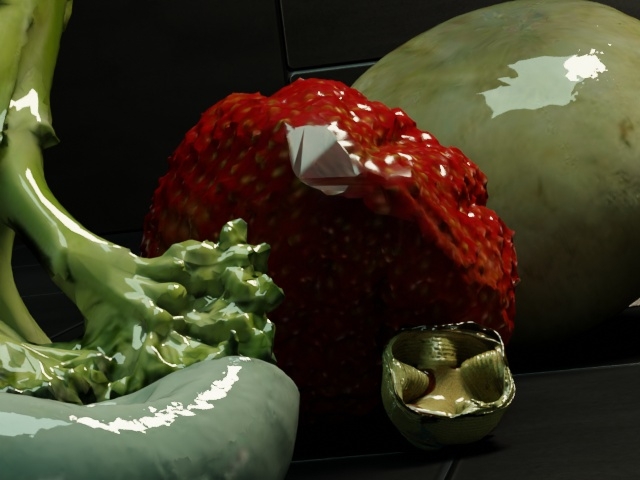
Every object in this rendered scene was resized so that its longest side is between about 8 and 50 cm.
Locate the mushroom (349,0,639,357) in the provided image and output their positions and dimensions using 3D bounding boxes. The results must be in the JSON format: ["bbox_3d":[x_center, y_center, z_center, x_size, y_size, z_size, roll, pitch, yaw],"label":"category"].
[{"bbox_3d":[0.156,-0.045,1.577,0.352,0.260,0.352,-17,28,9],"label":"mushroom"}]

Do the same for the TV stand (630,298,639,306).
[{"bbox_3d":[0.338,0.025,1.751,0.256,0.040,0.049,-8,5,-16],"label":"TV stand"}]

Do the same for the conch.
[{"bbox_3d":[-0.112,0.113,0.860,0.221,0.121,0.185,-5,5,-19],"label":"conch"}]

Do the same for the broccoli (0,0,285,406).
[{"bbox_3d":[-0.257,-0.013,1.147,0.353,0.397,0.275,-14,-17,-27],"label":"broccoli"}]

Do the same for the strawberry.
[{"bbox_3d":[0.000,0.000,1.304,0.250,0.238,0.288,-17,-20,-1],"label":"strawberry"}]

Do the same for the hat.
[{"bbox_3d":[0.073,0.092,1.189,0.077,0.059,0.076,0,45,-14],"label":"hat"}]
